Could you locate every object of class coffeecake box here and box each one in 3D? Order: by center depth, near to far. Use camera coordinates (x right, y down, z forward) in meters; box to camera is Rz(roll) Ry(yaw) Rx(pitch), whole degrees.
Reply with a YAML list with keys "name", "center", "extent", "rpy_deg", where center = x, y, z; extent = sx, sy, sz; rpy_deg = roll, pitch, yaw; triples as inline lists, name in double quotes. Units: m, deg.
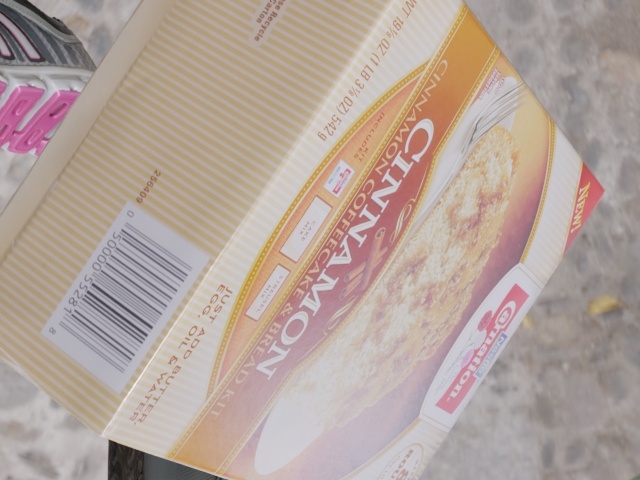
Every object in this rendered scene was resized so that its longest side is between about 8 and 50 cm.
- name: "coffeecake box"
  center: [0.000, 0.000, 0.453]
  extent: [0.068, 0.185, 0.142]
  rpy_deg: [32, 89, 29]

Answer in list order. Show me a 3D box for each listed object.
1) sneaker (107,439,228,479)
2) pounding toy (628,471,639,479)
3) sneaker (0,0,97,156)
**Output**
- name: "sneaker"
  center: [-0.032, 0.044, 0.722]
  extent: [0.130, 0.087, 0.227]
  rpy_deg: [3, 78, -27]
- name: "pounding toy"
  center: [0.142, 0.196, 0.693]
  extent: [0.237, 0.110, 0.182]
  rpy_deg: [-10, 82, -28]
- name: "sneaker"
  center: [-0.171, -0.087, 0.700]
  extent: [0.170, 0.074, 0.063]
  rpy_deg: [8, 135, -46]
